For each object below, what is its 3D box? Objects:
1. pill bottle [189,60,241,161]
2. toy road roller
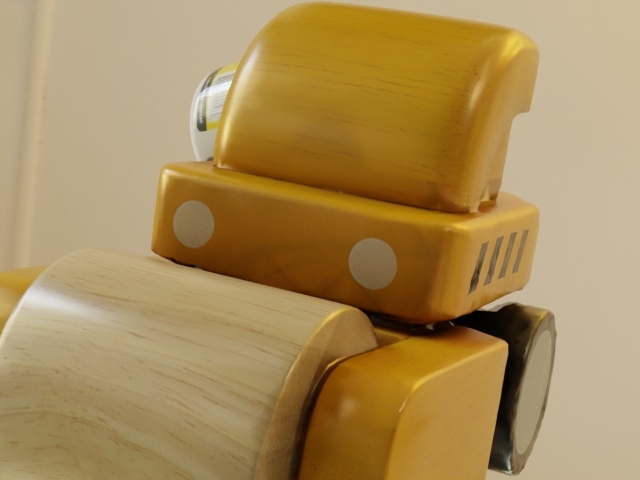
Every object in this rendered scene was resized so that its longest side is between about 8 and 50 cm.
[{"bbox_3d":[0.011,-0.085,0.752,0.184,0.103,0.103,-10,-69,32],"label":"pill bottle"},{"bbox_3d":[0.000,0.000,0.558,0.202,0.329,0.240,12,-81,24],"label":"toy road roller"}]
